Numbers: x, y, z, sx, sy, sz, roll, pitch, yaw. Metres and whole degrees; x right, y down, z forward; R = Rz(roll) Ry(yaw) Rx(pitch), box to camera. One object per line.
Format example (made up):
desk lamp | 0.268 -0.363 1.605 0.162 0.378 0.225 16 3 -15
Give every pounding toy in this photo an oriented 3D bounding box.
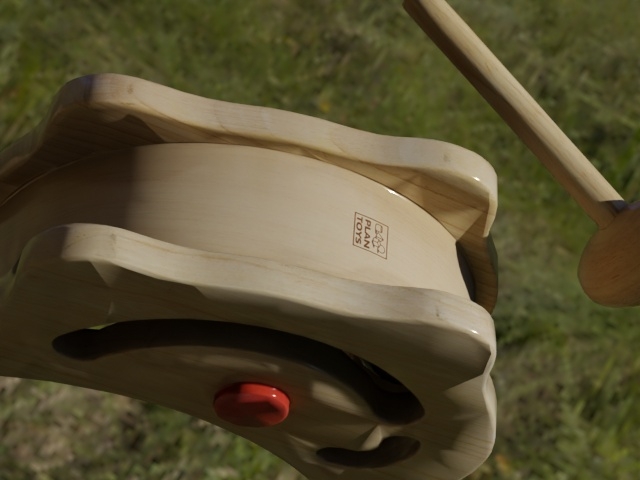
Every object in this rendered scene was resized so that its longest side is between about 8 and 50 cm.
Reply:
pounding toy | 0.000 0.000 0.647 0.269 0.155 0.154 11 -33 -11
